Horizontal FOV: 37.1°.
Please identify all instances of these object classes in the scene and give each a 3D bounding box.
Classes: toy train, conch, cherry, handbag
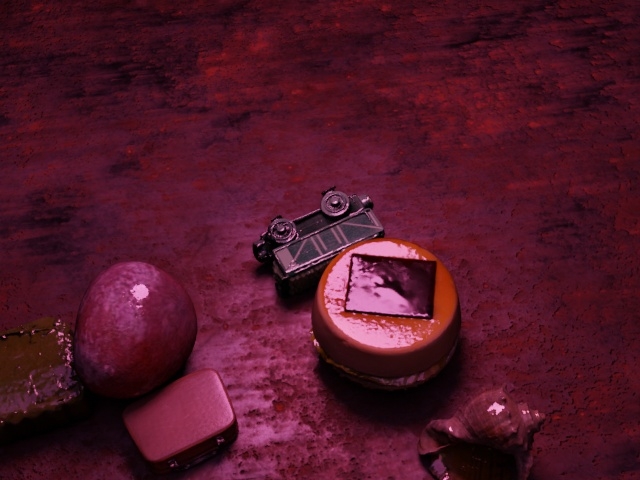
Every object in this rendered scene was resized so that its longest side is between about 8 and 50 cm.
[{"bbox_3d":[0.000,0.000,1.923,0.269,0.115,0.154,-24,67,-14],"label":"toy train"},{"bbox_3d":[0.282,0.350,1.652,0.245,0.163,0.178,-20,65,24],"label":"conch"},{"bbox_3d":[-0.335,0.155,1.748,0.212,0.236,0.285,-19,31,37],"label":"cherry"},{"bbox_3d":[-0.247,0.332,1.731,0.193,0.072,0.151,-25,58,-16],"label":"handbag"}]

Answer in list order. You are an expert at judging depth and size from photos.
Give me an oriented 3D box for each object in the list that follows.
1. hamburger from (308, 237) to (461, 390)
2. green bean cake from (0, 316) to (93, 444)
[{"bbox_3d":[0.119,0.141,1.778,0.300,0.176,0.300,-2,55,3],"label":"hamburger"},{"bbox_3d":[-0.538,0.259,1.766,0.214,0.113,0.200,-19,57,-11],"label":"green bean cake"}]
